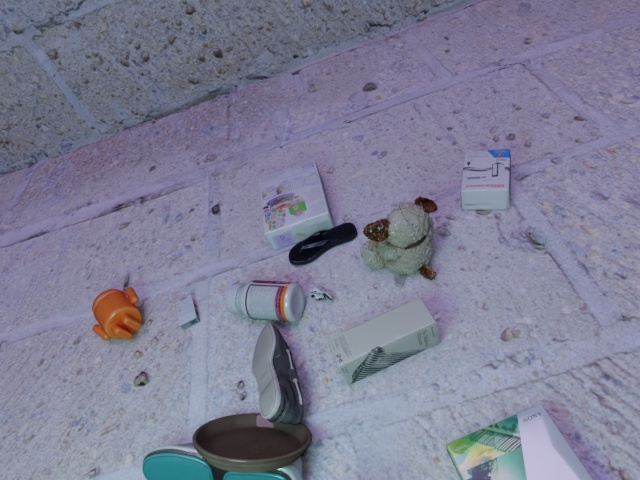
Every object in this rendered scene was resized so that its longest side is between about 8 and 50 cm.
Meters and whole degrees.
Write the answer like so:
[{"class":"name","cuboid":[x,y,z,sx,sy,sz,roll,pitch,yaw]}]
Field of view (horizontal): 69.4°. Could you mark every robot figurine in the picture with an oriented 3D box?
[{"class":"robot figurine","cuboid":[-0.693,0.248,1.567,0.128,0.158,0.219,-6,28,-43]}]

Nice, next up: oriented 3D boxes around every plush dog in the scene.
[{"class":"plush dog","cuboid":[0.252,-0.011,1.355,0.262,0.226,0.211,-30,44,-8]}]

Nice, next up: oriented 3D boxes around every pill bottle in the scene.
[{"class":"pill bottle","cuboid":[-0.169,0.184,1.418,0.220,0.121,0.121,0,49,23]}]

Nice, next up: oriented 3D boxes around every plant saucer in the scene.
[{"class":"plant saucer","cuboid":[-0.158,0.470,1.081,0.277,0.277,0.041,1,88,23]}]

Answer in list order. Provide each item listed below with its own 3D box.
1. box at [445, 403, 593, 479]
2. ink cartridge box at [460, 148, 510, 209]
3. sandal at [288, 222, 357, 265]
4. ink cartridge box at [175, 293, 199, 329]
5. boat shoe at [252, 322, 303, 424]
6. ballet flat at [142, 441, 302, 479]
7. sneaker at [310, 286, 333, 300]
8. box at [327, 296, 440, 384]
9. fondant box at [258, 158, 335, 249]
[{"class":"box","cuboid":[0.425,0.515,0.908,0.232,0.059,0.322,-23,43,0]},{"class":"ink cartridge box","cuboid":[0.545,-0.201,1.517,0.148,0.086,0.203,0,48,22]},{"class":"sandal","cuboid":[0.000,-0.001,1.571,0.254,0.055,0.097,-28,44,-5]},{"class":"ink cartridge box","cuboid":[-0.446,0.237,1.547,0.062,0.029,0.115,-27,43,-3]},{"class":"boat shoe","cuboid":[-0.115,0.360,1.250,0.112,0.095,0.335,-51,25,16]},{"class":"ballet flat","cuboid":[-0.226,0.546,1.109,0.399,0.139,0.139,-1,48,16]},{"class":"sneaker","cuboid":[0.004,0.174,1.427,0.083,0.032,0.037,18,71,40]},{"class":"box","cuboid":[0.167,0.265,1.213,0.274,0.113,0.094,-25,45,0]},{"class":"fondant box","cuboid":[-0.095,-0.140,1.715,0.238,0.096,0.331,-18,43,5]}]
